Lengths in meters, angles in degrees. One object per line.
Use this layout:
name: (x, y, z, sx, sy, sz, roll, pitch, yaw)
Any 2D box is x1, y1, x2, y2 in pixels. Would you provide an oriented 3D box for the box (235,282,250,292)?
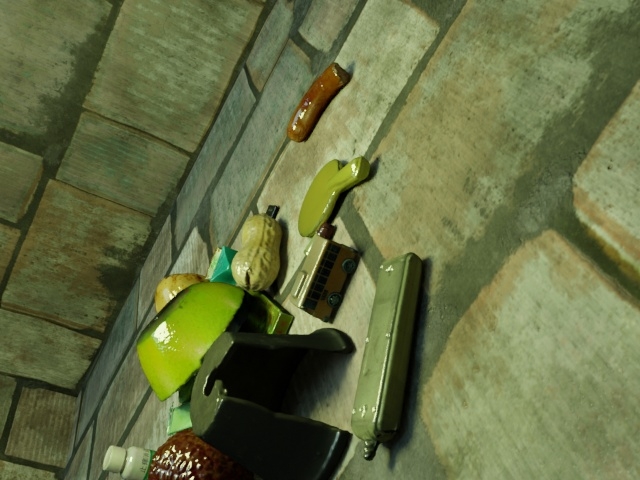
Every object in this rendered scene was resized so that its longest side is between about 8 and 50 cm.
box: (-0.242, 0.166, 2.076, 0.062, 0.045, 0.098, -63, 22, 9)

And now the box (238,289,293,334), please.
box: (-0.169, 0.240, 1.850, 0.172, 0.043, 0.311, -67, 22, 1)

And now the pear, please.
pear: (-0.362, 0.240, 1.810, 0.399, 0.165, 0.399, -45, 9, 9)

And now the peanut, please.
peanut: (-0.180, 0.030, 1.959, 0.149, 0.149, 0.313, -50, 26, 36)

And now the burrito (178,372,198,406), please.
burrito: (-0.429, 0.480, 2.174, 0.096, 0.066, 0.309, -64, 20, 15)

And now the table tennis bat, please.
table tennis bat: (0.028, -0.133, 1.758, 0.369, 0.054, 0.224, -34, 38, 59)

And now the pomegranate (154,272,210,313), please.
pomegranate: (-0.470, 0.217, 2.337, 0.215, 0.215, 0.215, -48, 30, 39)

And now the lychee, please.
lychee: (-0.264, 0.555, 1.524, 0.260, 0.261, 0.260, -48, 30, 39)

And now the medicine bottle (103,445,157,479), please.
medicine bottle: (-0.468, 0.635, 1.865, 0.095, 0.260, 0.095, -48, 31, 41)

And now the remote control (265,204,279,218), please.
remote control: (-0.191, 0.001, 2.141, 0.063, 0.025, 0.245, 9, 77, 66)

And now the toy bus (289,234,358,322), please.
toy bus: (0.003, 0.087, 1.534, 0.182, 0.103, 0.091, -67, 22, 2)

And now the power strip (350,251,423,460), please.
power strip: (0.124, 0.205, 1.218, 0.092, 0.066, 0.387, -27, 43, 55)

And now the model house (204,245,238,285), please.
model house: (-0.303, 0.092, 2.211, 0.149, 0.101, 0.127, 4, 73, 64)

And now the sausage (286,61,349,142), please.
sausage: (-0.012, -0.433, 2.080, 0.302, 0.076, 0.102, -49, 27, 37)

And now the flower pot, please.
flower pot: (-0.125, 0.337, 1.407, 0.379, 0.251, 0.379, -47, 32, 42)

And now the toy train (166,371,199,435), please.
toy train: (-0.299, 0.447, 1.812, 0.272, 0.159, 0.188, -32, 45, 47)

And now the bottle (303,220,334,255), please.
bottle: (0.001, 0.001, 1.698, 0.063, 0.047, 0.101, 35, 98, 39)
